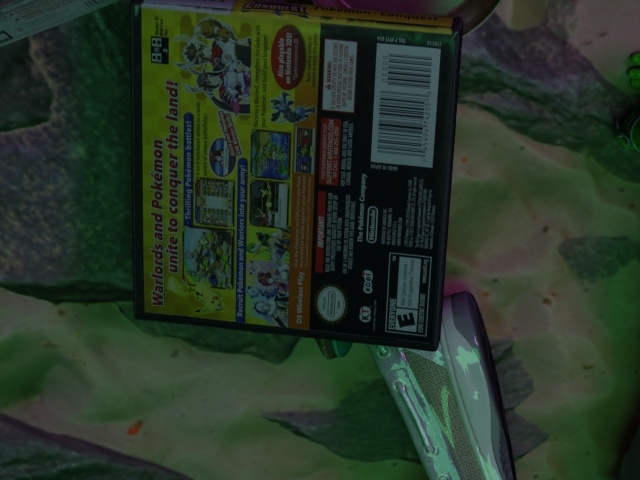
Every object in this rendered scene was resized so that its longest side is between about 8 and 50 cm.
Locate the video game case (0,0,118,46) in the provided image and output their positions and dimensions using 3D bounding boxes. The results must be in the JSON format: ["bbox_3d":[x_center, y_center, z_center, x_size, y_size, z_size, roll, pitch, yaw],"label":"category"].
[{"bbox_3d":[-0.217,-0.189,1.370,0.212,0.193,0.023,-20,80,6],"label":"video game case"}]

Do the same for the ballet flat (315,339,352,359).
[{"bbox_3d":[0.000,0.000,1.556,0.067,0.073,0.206,13,117,18],"label":"ballet flat"}]

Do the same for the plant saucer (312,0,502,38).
[{"bbox_3d":[0.067,-0.225,1.451,0.168,0.029,0.168,-2,118,-3],"label":"plant saucer"}]

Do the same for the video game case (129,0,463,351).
[{"bbox_3d":[-0.022,-0.051,1.472,0.248,0.035,0.275,6,117,7],"label":"video game case"}]

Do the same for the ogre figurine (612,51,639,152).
[{"bbox_3d":[0.313,-0.129,1.473,0.197,0.118,0.097,-28,117,9],"label":"ogre figurine"}]

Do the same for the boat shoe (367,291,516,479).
[{"bbox_3d":[0.114,0.197,1.641,0.103,0.118,0.320,-10,115,7],"label":"boat shoe"}]

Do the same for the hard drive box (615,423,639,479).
[{"bbox_3d":[0.389,0.198,1.630,0.232,0.089,0.181,4,134,-11],"label":"hard drive box"}]
